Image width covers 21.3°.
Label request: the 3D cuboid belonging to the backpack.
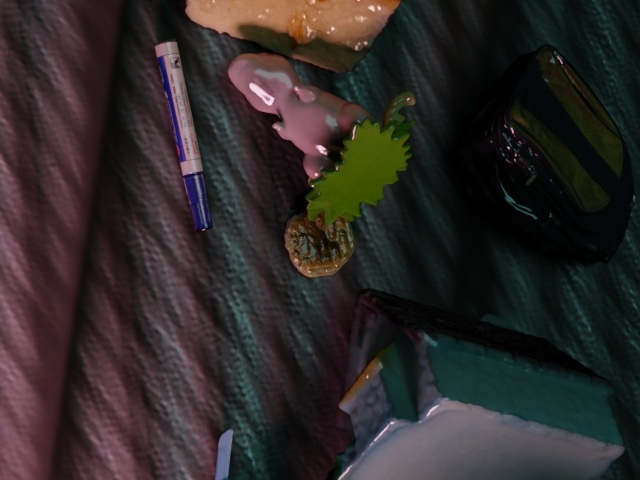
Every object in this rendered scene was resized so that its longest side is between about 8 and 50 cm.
[{"bbox_3d":[0.269,-0.080,1.937,0.258,0.133,0.206,45,57,-21],"label":"backpack"}]

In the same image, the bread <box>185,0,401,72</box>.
[{"bbox_3d":[-0.012,-0.435,1.743,0.242,0.346,0.404,8,72,-19],"label":"bread"}]

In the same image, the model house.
[{"bbox_3d":[0.132,0.170,1.806,0.281,0.230,0.248,19,33,-26],"label":"model house"}]

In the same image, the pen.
[{"bbox_3d":[-0.142,-0.109,1.784,0.025,0.025,0.204,-11,88,-28],"label":"pen"}]

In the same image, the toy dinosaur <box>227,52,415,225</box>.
[{"bbox_3d":[-0.004,-0.111,1.815,0.194,0.177,0.152,10,121,-38],"label":"toy dinosaur"}]

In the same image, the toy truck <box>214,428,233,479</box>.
[{"bbox_3d":[-0.073,0.265,1.746,0.074,0.063,0.136,7,75,-6],"label":"toy truck"}]

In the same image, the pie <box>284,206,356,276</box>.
[{"bbox_3d":[0.000,0.000,1.841,0.084,0.020,0.084,4,81,-26],"label":"pie"}]
